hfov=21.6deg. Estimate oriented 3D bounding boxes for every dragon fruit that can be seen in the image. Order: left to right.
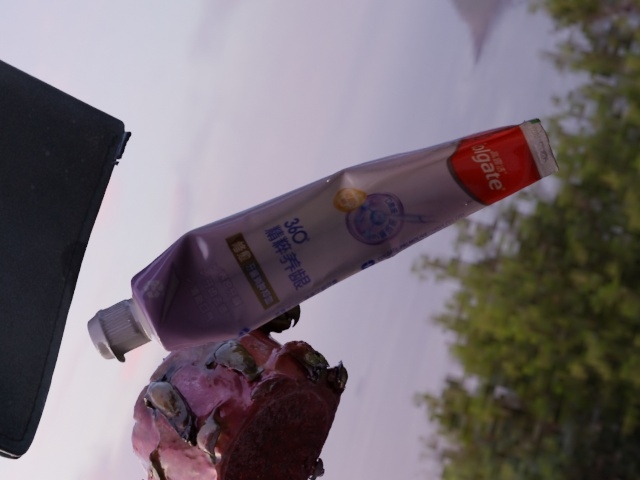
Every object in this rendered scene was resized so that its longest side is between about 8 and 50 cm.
[{"bbox_3d":[-0.078,0.186,1.734,0.147,0.211,0.282,32,90,50],"label":"dragon fruit"}]

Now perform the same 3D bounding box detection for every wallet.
[{"bbox_3d":[-0.264,-0.026,1.121,0.054,0.251,0.290,-36,36,43],"label":"wallet"}]

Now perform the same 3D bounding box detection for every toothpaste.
[{"bbox_3d":[0.000,0.000,1.014,0.048,0.301,0.075,-109,-7,-54],"label":"toothpaste"}]
